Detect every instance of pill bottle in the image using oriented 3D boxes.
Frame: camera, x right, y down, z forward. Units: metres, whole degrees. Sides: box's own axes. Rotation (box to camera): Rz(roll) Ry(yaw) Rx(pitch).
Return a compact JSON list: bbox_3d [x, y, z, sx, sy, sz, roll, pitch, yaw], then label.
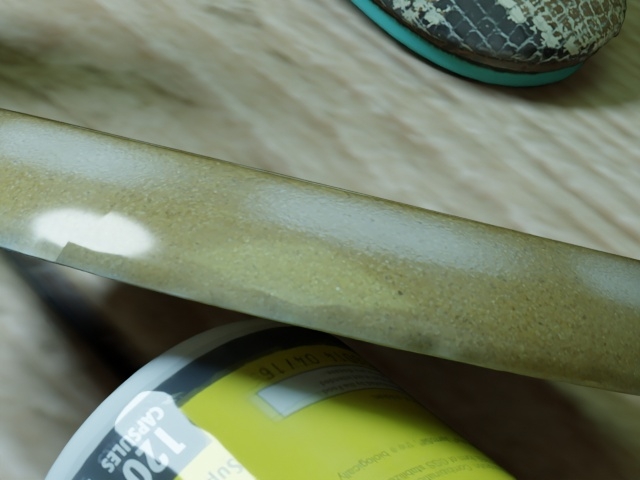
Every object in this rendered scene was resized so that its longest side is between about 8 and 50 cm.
[{"bbox_3d":[0.026,0.103,0.390,0.103,0.103,0.184,-20,43,-39],"label":"pill bottle"}]

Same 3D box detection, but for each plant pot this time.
[{"bbox_3d":[0.000,0.000,0.501,0.236,0.032,0.236,13,1,0],"label":"plant pot"}]

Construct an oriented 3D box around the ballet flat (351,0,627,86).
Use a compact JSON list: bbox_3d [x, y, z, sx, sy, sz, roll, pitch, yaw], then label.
[{"bbox_3d":[0.013,-0.264,0.879,0.164,0.182,0.483,-2,35,-22],"label":"ballet flat"}]
